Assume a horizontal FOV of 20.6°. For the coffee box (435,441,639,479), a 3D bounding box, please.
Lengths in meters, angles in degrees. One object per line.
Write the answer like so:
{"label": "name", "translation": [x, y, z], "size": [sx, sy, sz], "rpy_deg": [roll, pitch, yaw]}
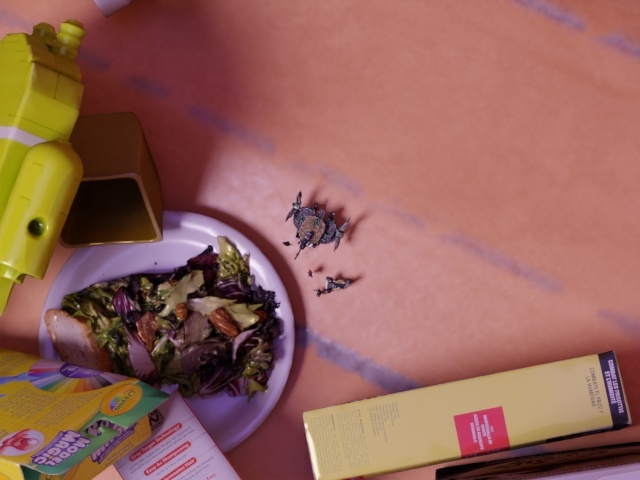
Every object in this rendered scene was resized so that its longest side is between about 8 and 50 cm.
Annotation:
{"label": "coffee box", "translation": [0.164, 0.205, 1.183], "size": [0.168, 0.297, 0.119], "rpy_deg": [-9, 84, 2]}

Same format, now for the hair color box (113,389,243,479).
{"label": "hair color box", "translation": [-0.092, 0.183, 1.271], "size": [0.072, 0.043, 0.141], "rpy_deg": [-34, 54, -8]}

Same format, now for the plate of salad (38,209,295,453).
{"label": "plate of salad", "translation": [-0.120, 0.074, 1.351], "size": [0.200, 0.048, 0.200], "rpy_deg": [-1, 81, 5]}

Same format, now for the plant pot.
{"label": "plant pot", "translation": [-0.164, -0.053, 1.354], "size": [0.081, 0.081, 0.083], "rpy_deg": [-3, 51, 9]}

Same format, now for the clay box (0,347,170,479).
{"label": "clay box", "translation": [-0.224, 0.134, 1.265], "size": [0.222, 0.127, 0.053], "rpy_deg": [11, 120, 35]}

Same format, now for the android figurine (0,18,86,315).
{"label": "android figurine", "translation": [-0.242, -0.037, 1.290], "size": [0.056, 0.248, 0.273], "rpy_deg": [25, 80, -27]}

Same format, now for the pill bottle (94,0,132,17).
{"label": "pill bottle", "translation": [-0.107, -0.257, 1.368], "size": [0.193, 0.108, 0.108], "rpy_deg": [-33, 81, 0]}

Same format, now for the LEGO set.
{"label": "LEGO set", "translation": [-0.002, 0.002, 1.369], "size": [0.054, 0.023, 0.083], "rpy_deg": [-2, 95, 7]}

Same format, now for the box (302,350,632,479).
{"label": "box", "translation": [0.107, 0.133, 1.305], "size": [0.232, 0.087, 0.058], "rpy_deg": [-11, 81, 2]}
